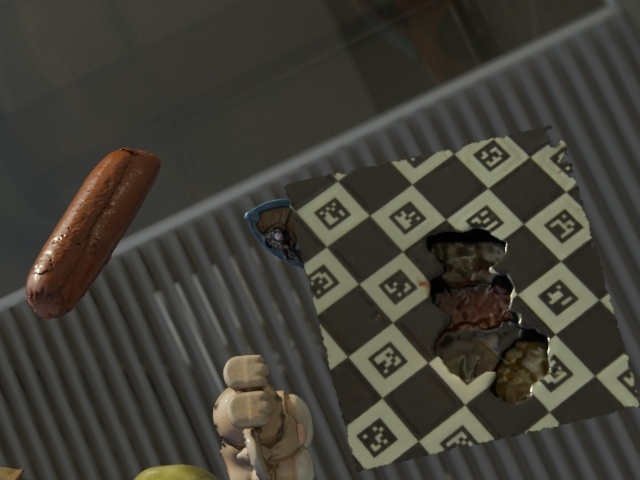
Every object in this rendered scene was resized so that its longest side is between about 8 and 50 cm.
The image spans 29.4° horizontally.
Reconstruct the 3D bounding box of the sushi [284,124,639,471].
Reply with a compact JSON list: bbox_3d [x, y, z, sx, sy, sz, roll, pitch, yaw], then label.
[{"bbox_3d":[0.124,0.051,1.093,0.050,0.264,0.290,72,-175,-62],"label":"sushi"}]

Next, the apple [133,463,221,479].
[{"bbox_3d":[-0.209,0.411,1.758,0.200,0.200,0.200,63,-173,-14],"label":"apple"}]

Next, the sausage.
[{"bbox_3d":[-0.349,-0.021,1.875,0.102,0.102,0.330,59,-136,-39],"label":"sausage"}]

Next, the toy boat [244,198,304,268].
[{"bbox_3d":[0.000,0.000,1.699,0.097,0.223,0.100,-166,93,-83],"label":"toy boat"}]

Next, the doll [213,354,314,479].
[{"bbox_3d":[-0.071,0.232,1.464,0.278,0.119,0.154,80,-178,-70],"label":"doll"}]

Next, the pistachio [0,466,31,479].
[{"bbox_3d":[-0.634,0.503,2.193,0.163,0.260,0.213,53,167,-14],"label":"pistachio"}]
